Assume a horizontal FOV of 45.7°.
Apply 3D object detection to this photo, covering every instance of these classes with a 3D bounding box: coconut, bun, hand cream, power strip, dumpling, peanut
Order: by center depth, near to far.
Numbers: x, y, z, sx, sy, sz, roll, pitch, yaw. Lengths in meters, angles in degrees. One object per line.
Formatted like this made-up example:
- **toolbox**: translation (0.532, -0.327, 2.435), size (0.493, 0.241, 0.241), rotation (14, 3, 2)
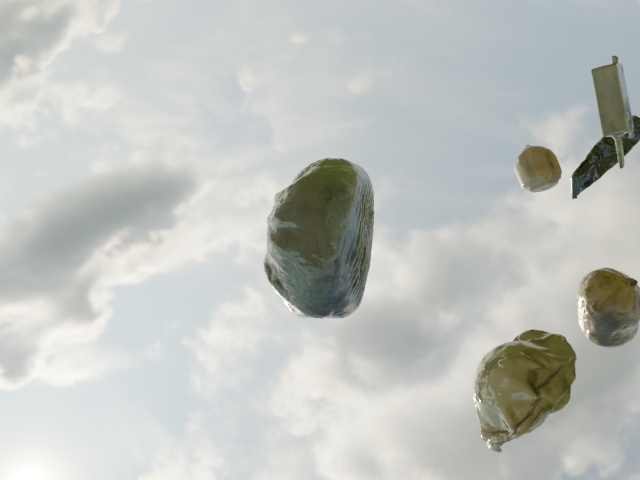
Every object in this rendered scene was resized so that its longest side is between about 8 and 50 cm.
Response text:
- **power strip**: translation (0.463, -0.199, 1.196), size (0.042, 0.175, 0.075), rotation (-9, -174, 30)
- **dumpling**: translation (0.368, 0.254, 1.348), size (0.193, 0.147, 0.258), rotation (-33, -159, 47)
- **peanut**: translation (0.572, 0.134, 1.499), size (0.129, 0.224, 0.129), rotation (-7, -121, 13)
- **bun**: translation (0.000, 0.000, 1.607), size (0.211, 0.362, 0.362), rotation (2, -145, 15)
- **hand cream**: translation (0.649, -0.194, 1.704), size (0.248, 0.075, 0.052), rotation (-43, -150, -14)
- **coconut**: translation (0.540, -0.185, 1.895), size (0.110, 0.110, 0.124), rotation (-13, -107, -6)
